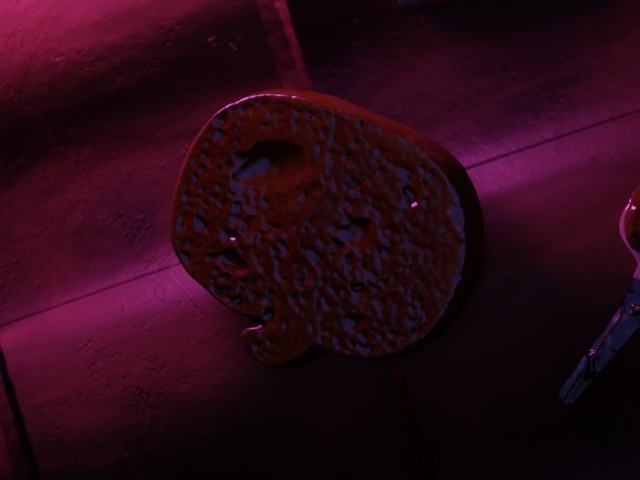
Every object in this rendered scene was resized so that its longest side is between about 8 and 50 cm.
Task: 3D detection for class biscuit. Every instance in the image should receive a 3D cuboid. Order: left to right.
[{"bbox_3d":[0.001,0.000,2.000,0.367,0.063,0.314,23,104,20],"label":"biscuit"}]

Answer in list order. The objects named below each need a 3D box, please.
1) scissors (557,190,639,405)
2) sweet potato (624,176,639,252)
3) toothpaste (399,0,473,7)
[{"bbox_3d":[0.350,0.053,1.875,0.160,0.024,0.317,40,107,15],"label":"scissors"},{"bbox_3d":[0.411,-0.144,1.794,0.106,0.095,0.354,41,97,-1],"label":"sweet potato"},{"bbox_3d":[0.185,-0.280,1.919,0.205,0.036,0.056,-4,93,19],"label":"toothpaste"}]
